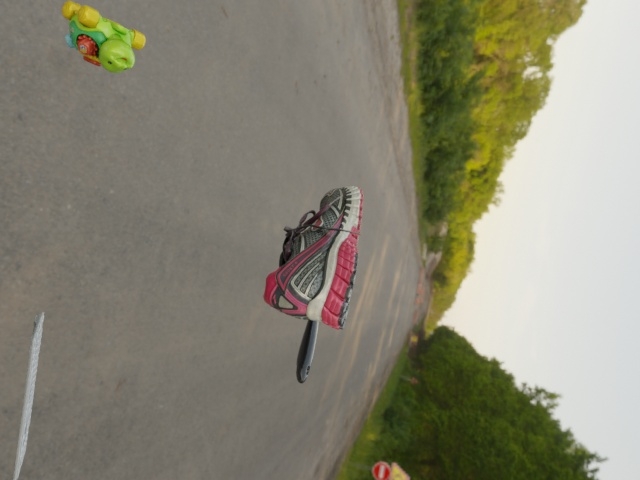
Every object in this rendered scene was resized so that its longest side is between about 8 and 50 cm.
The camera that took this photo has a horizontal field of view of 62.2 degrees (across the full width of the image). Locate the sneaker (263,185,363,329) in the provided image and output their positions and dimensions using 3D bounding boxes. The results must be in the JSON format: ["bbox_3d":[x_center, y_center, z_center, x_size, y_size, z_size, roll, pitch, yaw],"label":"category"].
[{"bbox_3d":[0.000,0.000,0.774,0.299,0.112,0.121,-75,176,-60],"label":"sneaker"}]

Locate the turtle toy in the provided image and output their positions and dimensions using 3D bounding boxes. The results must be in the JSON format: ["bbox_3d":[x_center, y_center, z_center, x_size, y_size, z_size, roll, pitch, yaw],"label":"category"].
[{"bbox_3d":[-0.292,-0.267,0.716,0.095,0.130,0.066,13,104,-51],"label":"turtle toy"}]

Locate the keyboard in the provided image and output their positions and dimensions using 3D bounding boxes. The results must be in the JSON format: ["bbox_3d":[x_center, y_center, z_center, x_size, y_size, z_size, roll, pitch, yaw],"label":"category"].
[{"bbox_3d":[-0.425,0.230,0.773,0.072,0.014,0.256,50,-53,56],"label":"keyboard"}]

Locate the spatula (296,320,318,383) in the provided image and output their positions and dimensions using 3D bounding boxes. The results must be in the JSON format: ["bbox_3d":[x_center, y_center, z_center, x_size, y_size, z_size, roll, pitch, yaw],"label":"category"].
[{"bbox_3d":[-0.016,0.094,0.822,0.296,0.030,0.084,-87,174,-51],"label":"spatula"}]
